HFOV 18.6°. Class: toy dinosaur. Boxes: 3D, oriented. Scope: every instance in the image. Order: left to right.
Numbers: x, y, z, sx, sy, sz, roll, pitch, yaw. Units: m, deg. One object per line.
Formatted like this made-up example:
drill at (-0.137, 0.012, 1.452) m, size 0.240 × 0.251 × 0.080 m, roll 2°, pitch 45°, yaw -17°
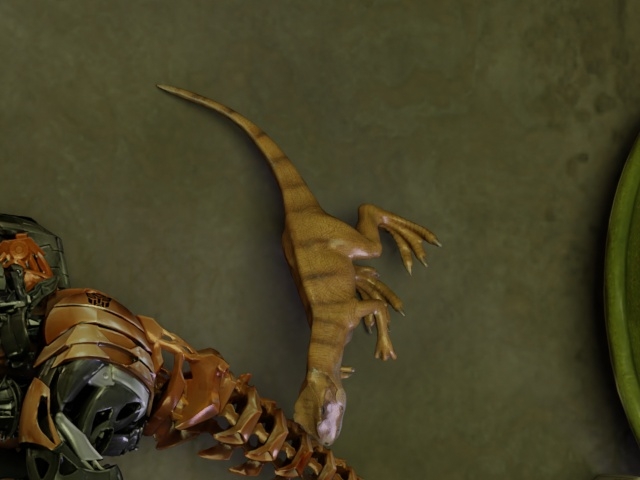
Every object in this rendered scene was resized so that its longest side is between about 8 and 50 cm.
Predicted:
toy dinosaur at (-0.135, 0.091, 0.938) m, size 0.322 × 0.164 × 0.218 m, roll 6°, pitch 66°, yaw 7°
toy dinosaur at (0.000, 0.000, 1.007) m, size 0.112 × 0.064 × 0.211 m, roll 11°, pitch 51°, yaw -43°

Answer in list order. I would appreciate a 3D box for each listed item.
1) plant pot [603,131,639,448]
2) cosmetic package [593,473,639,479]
plant pot at (0.383, 0.013, 0.944) m, size 0.366 × 0.353 × 0.366 m, roll 3°, pitch 80°, yaw -20°
cosmetic package at (0.131, 0.176, 1.037) m, size 0.115 × 0.060 × 0.041 m, roll -38°, pitch 95°, yaw -13°
